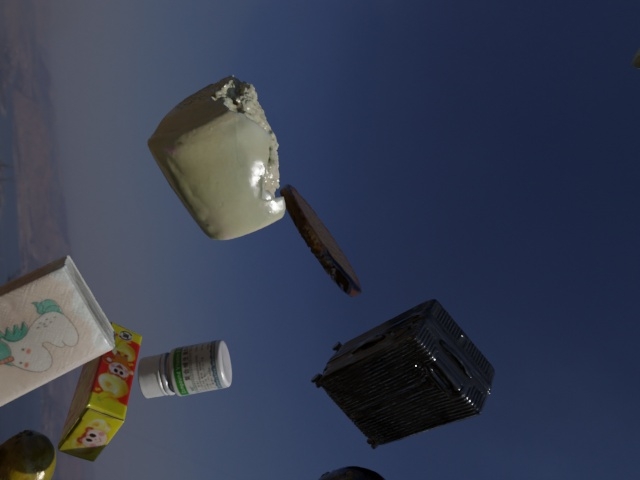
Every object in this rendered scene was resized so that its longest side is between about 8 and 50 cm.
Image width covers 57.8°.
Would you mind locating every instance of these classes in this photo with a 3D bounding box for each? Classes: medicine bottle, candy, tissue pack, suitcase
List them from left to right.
[{"bbox_3d":[-0.515,0.172,0.920,0.170,0.325,0.071,66,-10,-20],"label":"tissue pack"},{"bbox_3d":[-0.479,0.324,1.276,0.146,0.088,0.276,-51,-156,18],"label":"candy"},{"bbox_3d":[-0.377,0.362,1.620,0.139,0.236,0.139,-9,90,-89],"label":"medicine bottle"},{"bbox_3d":[0.176,0.291,1.256,0.229,0.152,0.335,49,-50,-6],"label":"suitcase"}]

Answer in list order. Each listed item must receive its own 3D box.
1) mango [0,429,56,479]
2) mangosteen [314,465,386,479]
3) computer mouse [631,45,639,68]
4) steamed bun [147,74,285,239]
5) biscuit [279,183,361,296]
[{"bbox_3d":[-0.751,0.571,1.408,0.262,0.130,0.167,-34,-113,19],"label":"mango"},{"bbox_3d":[0.055,0.466,0.894,0.217,0.192,0.192,51,-37,27],"label":"mangosteen"},{"bbox_3d":[0.428,-0.232,0.700,0.032,0.056,0.110,58,-7,-28],"label":"computer mouse"},{"bbox_3d":[-0.127,-0.119,0.890,0.170,0.200,0.225,-7,-58,37],"label":"steamed bun"},{"bbox_3d":[0.000,0.000,1.384,0.318,0.040,0.318,56,6,-8],"label":"biscuit"}]
